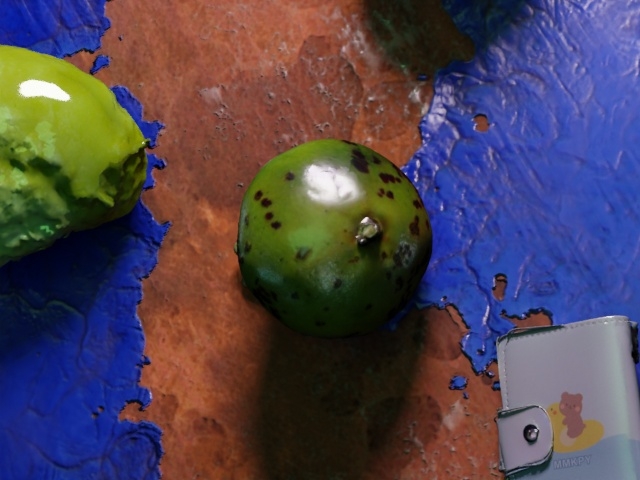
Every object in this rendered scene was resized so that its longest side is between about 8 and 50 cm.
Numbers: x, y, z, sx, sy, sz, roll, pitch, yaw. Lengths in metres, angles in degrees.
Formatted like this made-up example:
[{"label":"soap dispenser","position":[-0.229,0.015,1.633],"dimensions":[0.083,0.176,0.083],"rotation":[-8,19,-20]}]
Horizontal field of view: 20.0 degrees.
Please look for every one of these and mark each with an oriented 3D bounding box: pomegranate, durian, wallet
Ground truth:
[{"label":"pomegranate","position":[0.000,0.000,1.909],"dimensions":[0.211,0.263,0.211],"rotation":[2,86,-29]},{"label":"durian","position":[-0.361,-0.102,2.030],"dimensions":[0.340,0.204,0.255],"rotation":[-20,88,3]},{"label":"wallet","position":[0.259,0.198,1.844],"dimensions":[0.170,0.069,0.231],"rotation":[-14,71,31]}]
